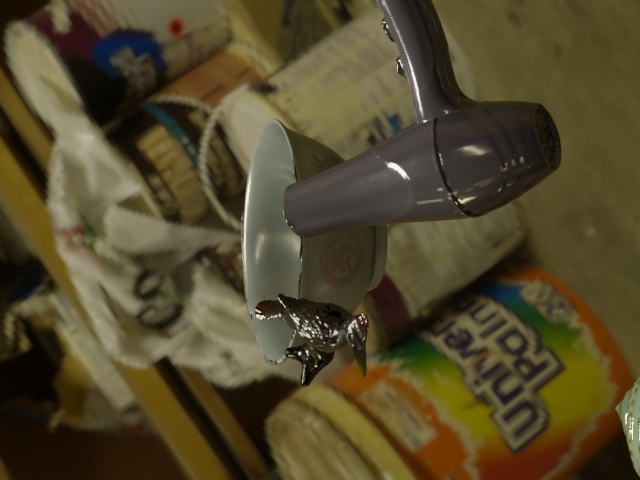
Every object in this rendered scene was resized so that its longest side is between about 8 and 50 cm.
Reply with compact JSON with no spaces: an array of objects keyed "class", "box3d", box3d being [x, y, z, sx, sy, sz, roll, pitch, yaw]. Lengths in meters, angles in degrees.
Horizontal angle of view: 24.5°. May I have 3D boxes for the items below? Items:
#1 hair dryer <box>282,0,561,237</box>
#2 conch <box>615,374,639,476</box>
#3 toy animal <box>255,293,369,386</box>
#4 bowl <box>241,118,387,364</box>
[{"class":"hair dryer","box3d":[0.062,-0.182,1.528,0.301,0.121,0.361,-15,99,27]},{"class":"conch","box3d":[0.377,0.204,1.416,0.200,0.131,0.172,37,175,35]},{"class":"toy animal","box3d":[0.003,0.097,1.586,0.105,0.070,0.202,55,156,-12]},{"class":"bowl","box3d":[0.000,0.000,2.081,0.345,0.157,0.345,179,90,-73]}]
